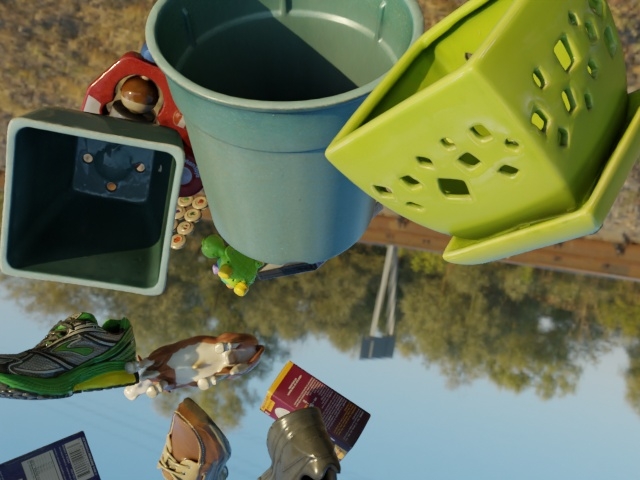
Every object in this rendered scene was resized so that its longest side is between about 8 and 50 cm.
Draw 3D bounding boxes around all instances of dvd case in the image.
[{"bbox_3d":[0.000,0.000,1.620,0.180,0.022,0.253,-12,-158,47],"label":"dvd case"}]

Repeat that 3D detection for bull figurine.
[{"bbox_3d":[-0.266,0.247,1.498,0.310,0.101,0.188,-18,179,10],"label":"bull figurine"}]

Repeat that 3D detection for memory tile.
[{"bbox_3d":[-0.310,-0.046,1.623,0.113,0.148,0.012,11,143,19],"label":"memory tile"}]

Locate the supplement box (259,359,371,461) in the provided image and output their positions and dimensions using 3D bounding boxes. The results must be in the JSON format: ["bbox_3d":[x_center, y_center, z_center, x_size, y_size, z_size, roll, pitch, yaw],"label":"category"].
[{"bbox_3d":[-0.012,0.327,1.455,0.188,0.081,0.104,33,147,7],"label":"supplement box"}]

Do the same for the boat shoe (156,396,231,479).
[{"bbox_3d":[-0.253,0.431,1.504,0.122,0.120,0.324,37,148,26],"label":"boat shoe"}]

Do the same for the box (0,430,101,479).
[{"bbox_3d":[-0.389,0.353,1.002,0.036,0.136,0.225,-26,172,36],"label":"box"}]

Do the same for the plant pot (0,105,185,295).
[{"bbox_3d":[-0.349,-0.091,1.238,0.247,0.247,0.252,9,-158,-10],"label":"plant pot"}]

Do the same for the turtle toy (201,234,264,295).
[{"bbox_3d":[-0.167,0.038,1.425,0.066,0.095,0.130,-4,136,45],"label":"turtle toy"}]

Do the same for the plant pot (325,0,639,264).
[{"bbox_3d":[0.182,-0.115,0.758,0.207,0.227,0.228,46,148,-13],"label":"plant pot"}]

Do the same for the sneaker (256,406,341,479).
[{"bbox_3d":[-0.033,0.388,1.170,0.109,0.286,0.130,-14,-136,-24],"label":"sneaker"}]

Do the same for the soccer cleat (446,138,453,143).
[{"bbox_3d":[0.274,-0.311,1.823,0.093,0.121,0.289,-15,122,25],"label":"soccer cleat"}]

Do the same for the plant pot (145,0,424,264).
[{"bbox_3d":[-0.043,-0.164,1.062,0.341,0.341,0.334,10,140,8],"label":"plant pot"}]

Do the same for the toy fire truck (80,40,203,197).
[{"bbox_3d":[-0.294,-0.248,1.473,0.302,0.254,0.169,22,-154,-13],"label":"toy fire truck"}]

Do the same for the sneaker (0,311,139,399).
[{"bbox_3d":[-0.473,0.204,1.364,0.134,0.146,0.343,-5,176,30],"label":"sneaker"}]
